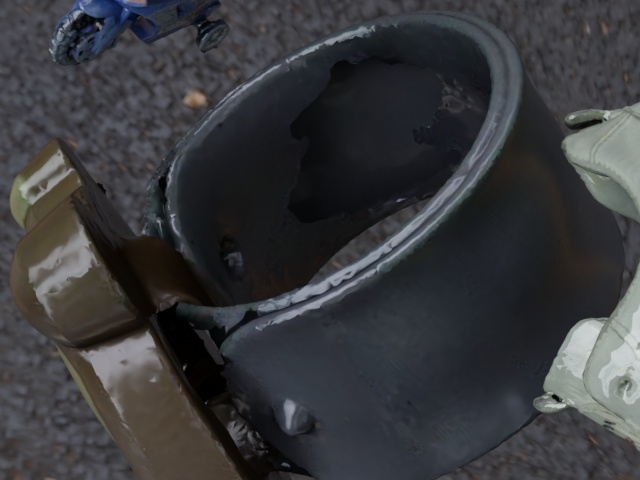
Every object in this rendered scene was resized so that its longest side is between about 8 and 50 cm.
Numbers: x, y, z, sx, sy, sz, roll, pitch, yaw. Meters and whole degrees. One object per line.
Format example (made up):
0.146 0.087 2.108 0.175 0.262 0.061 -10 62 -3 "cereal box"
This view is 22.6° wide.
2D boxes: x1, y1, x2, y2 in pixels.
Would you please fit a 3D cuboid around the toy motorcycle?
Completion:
-0.093 -0.182 1.069 0.205 0.114 0.076 -31 73 -33 "toy motorcycle"

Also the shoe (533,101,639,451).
0.203 0.077 0.717 0.211 0.132 0.342 -7 78 14 "shoe"

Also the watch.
0.000 0.000 1.005 0.327 0.314 0.335 -34 31 -1 "watch"
